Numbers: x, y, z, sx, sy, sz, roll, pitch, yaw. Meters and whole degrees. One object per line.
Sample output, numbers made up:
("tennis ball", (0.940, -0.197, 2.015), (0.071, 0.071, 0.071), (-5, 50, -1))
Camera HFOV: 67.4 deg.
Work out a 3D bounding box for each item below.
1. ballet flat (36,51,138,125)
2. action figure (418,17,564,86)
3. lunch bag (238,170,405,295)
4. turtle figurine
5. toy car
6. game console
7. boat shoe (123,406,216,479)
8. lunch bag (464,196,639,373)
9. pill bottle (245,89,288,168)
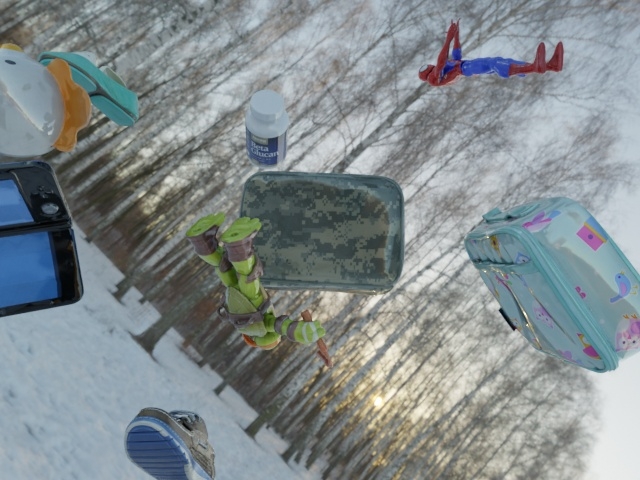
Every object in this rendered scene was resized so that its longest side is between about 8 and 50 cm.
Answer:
("ballet flat", (-0.456, -0.321, 0.957), (0.083, 0.087, 0.247), (-6, -16, 16))
("action figure", (0.288, -0.356, 0.878), (0.280, 0.091, 0.139), (10, -69, 52))
("lunch bag", (0.000, 0.000, 0.919), (0.305, 0.212, 0.256), (2, -12, 3))
("turtle figurine", (-0.104, 0.072, 0.647), (0.269, 0.087, 0.217), (20, -43, 50))
("toy car", (-0.370, -0.173, 0.533), (0.219, 0.238, 0.210), (-92, -177, -79))
("game console", (-0.616, 0.011, 0.872), (0.250, 0.293, 0.173), (107, -33, -54))
("boat shoe", (-0.164, 0.231, 0.543), (0.066, 0.066, 0.183), (0, -47, 7))
("lunch bag", (0.305, 0.051, 0.660), (0.224, 0.108, 0.279), (54, -1, 4))
("pill bottle", (-0.117, -0.242, 1.049), (0.094, 0.094, 0.169), (43, -25, 17))
